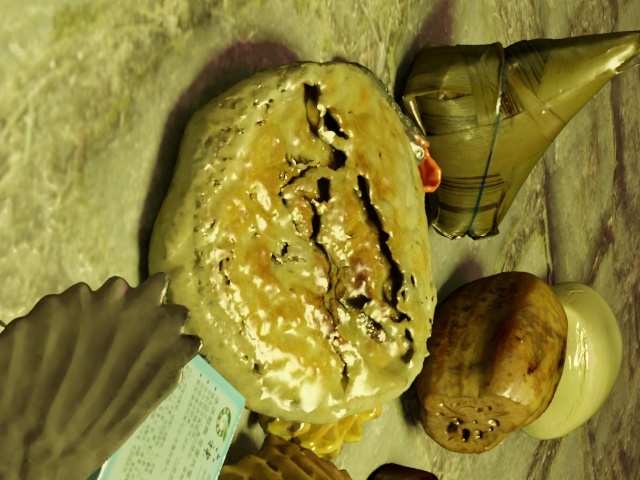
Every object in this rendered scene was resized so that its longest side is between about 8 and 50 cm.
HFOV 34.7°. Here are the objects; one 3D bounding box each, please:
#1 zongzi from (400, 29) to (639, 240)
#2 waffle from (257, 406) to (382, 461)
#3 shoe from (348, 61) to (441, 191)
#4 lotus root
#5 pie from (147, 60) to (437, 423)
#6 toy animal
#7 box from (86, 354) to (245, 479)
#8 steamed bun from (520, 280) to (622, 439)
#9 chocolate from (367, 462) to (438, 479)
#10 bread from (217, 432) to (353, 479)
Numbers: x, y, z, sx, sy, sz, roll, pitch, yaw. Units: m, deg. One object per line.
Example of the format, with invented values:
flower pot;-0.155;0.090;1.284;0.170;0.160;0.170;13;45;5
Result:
zongzi;0.256;-0.118;1.199;0.123;0.289;0.260;-72;153;-47
waffle;0.024;0.082;1.042;0.283;0.065;0.309;9;88;-63
shoe;0.074;-0.114;1.073;0.074;0.077;0.194;-66;149;-28
lotus root;0.227;0.153;1.336;0.291;0.193;0.193;-54;142;-49
pie;0.000;0.000;0.885;0.339;0.077;0.339;3;86;-49
toy animal;-0.253;0.045;0.436;0.302;0.225;0.284;-52;122;-28
box;-0.148;0.182;0.712;0.142;0.083;0.232;55;48;-52
steamed bun;0.419;0.205;1.738;0.200;0.154;0.250;-22;113;-60
chocolate;0.110;0.338;1.255;0.125;0.080;0.149;-50;137;-46
bread;-0.027;0.320;0.911;0.274;0.149;0.274;-21;117;-50
